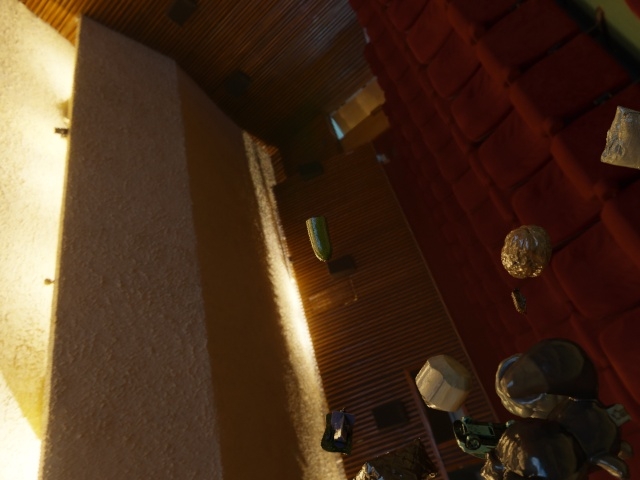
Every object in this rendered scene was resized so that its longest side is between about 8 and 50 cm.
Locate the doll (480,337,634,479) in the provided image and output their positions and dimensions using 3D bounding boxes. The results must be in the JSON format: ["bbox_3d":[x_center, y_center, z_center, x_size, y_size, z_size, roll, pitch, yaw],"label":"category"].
[{"bbox_3d":[0.563,0.478,1.138,0.252,0.382,0.379,107,143,-67],"label":"doll"}]

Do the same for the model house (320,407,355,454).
[{"bbox_3d":[0.069,0.673,1.601,0.117,0.088,0.167,10,-152,7],"label":"model house"}]

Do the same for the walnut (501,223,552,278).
[{"bbox_3d":[0.851,0.049,1.828,0.198,0.198,0.245,-92,-7,-49],"label":"walnut"}]

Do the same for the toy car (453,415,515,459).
[{"bbox_3d":[0.681,0.795,1.748,0.136,0.305,0.125,-66,-21,-72],"label":"toy car"}]

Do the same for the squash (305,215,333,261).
[{"bbox_3d":[0.000,0.000,1.838,0.095,0.095,0.188,7,-112,-58],"label":"squash"}]

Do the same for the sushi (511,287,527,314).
[{"bbox_3d":[0.935,0.288,2.066,0.052,0.055,0.120,72,-169,-53],"label":"sushi"}]

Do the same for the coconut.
[{"bbox_3d":[0.704,0.826,2.532,0.323,0.323,0.323,41,-151,-28],"label":"coconut"}]

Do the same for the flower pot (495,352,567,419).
[{"bbox_3d":[0.768,0.533,1.615,0.195,0.246,0.246,35,-148,-39],"label":"flower pot"}]

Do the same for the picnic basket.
[{"bbox_3d":[0.320,0.976,1.665,0.337,0.293,0.337,8,-138,-8],"label":"picnic basket"}]

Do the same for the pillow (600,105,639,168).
[{"bbox_3d":[0.778,-0.231,1.036,0.181,0.134,0.078,15,-160,14],"label":"pillow"}]
